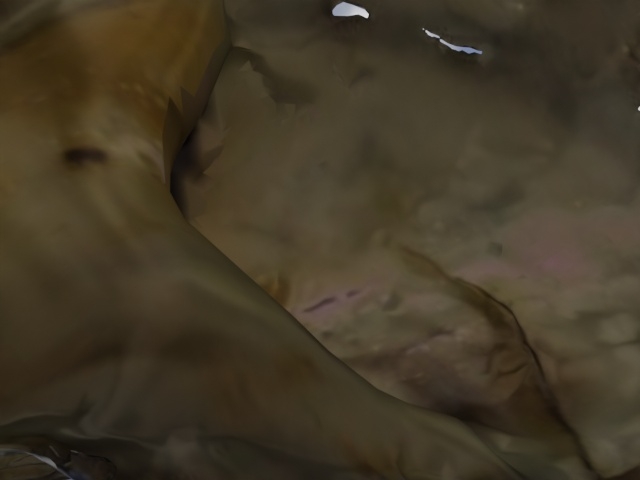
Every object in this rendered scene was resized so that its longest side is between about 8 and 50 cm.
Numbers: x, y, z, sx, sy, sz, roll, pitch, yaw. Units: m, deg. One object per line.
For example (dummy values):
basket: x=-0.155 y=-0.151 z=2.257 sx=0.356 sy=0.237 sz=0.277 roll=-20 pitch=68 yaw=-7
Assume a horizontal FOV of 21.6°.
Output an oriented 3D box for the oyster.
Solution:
oyster: x=-0.002 y=0.007 z=0.394 sx=0.271 sy=0.100 sz=0.275 roll=12 pitch=-135 yaw=-6
